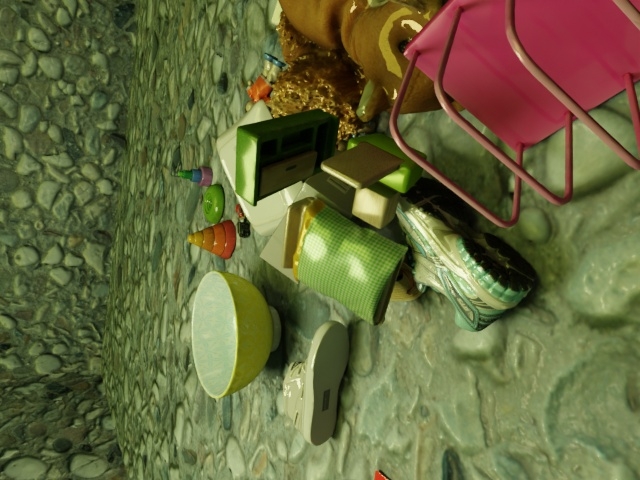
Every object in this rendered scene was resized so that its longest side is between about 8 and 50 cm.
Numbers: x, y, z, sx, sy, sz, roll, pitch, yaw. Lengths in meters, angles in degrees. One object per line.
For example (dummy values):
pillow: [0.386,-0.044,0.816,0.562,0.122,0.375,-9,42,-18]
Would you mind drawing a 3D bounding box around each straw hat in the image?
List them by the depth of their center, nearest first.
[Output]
straw hat: [0.108,0.037,0.769,0.144,0.144,0.061,-24,30,53]

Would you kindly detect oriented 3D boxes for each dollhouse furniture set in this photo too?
dollhouse furniture set: [0.000,0.000,0.650,0.197,0.151,0.302,33,133,28]

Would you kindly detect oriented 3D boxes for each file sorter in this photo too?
file sorter: [0.231,-0.167,0.424,0.290,0.202,0.182,-36,26,49]

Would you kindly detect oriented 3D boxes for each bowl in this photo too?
bowl: [-0.188,0.217,1.120,0.289,0.156,0.290,-6,83,55]

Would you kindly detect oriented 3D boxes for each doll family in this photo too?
doll family: [-0.052,-0.274,1.016,0.263,0.118,0.163,42,118,27]

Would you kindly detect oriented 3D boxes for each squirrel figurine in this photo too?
squirrel figurine: [0.071,-0.314,0.728,0.370,0.281,0.397,64,148,20]

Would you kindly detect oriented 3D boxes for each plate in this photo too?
plate: [-0.144,-0.143,1.071,0.277,0.045,0.278,-12,104,58]

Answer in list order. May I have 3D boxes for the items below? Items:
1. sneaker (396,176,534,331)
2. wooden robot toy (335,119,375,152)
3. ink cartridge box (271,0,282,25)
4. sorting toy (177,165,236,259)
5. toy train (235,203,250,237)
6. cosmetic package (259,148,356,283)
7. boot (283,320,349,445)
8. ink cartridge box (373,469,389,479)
sneaker: [0.157,0.008,0.666,0.283,0.110,0.122,58,137,40]
wooden robot toy: [0.059,-0.174,0.848,0.076,0.079,0.173,-18,74,54]
ink cartridge box: [-0.022,-0.481,0.953,0.061,0.181,0.104,30,120,8]
sorting toy: [-0.370,-0.099,1.440,0.127,0.126,0.366,-55,46,39]
toy train: [-0.217,-0.084,1.288,0.027,0.036,0.158,-16,75,55]
cosmetic package: [-0.010,-0.038,0.860,0.107,0.127,0.238,35,140,1]
boot: [-0.023,0.263,0.924,0.123,0.095,0.258,22,108,47]
ink cartridge box: [0.123,0.479,0.711,0.231,0.078,0.134,18,103,56]
